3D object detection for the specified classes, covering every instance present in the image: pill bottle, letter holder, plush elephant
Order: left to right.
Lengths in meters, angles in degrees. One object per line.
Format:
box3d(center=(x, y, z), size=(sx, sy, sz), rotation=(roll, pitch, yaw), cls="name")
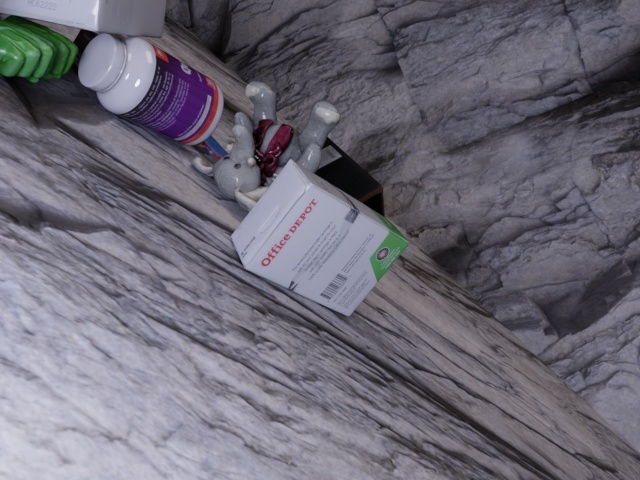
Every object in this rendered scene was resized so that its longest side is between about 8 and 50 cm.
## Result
box3d(center=(-0.392, -0.355, 1.525), size=(0.181, 0.181, 0.323), rotation=(47, 15, 34), cls="pill bottle")
box3d(center=(-0.154, -0.197, 1.540), size=(0.272, 0.330, 0.255), rotation=(30, 31, 25), cls="plush elephant")
box3d(center=(0.028, -0.116, 1.741), size=(0.302, 0.152, 0.214), rotation=(48, -19, 38), cls="letter holder")

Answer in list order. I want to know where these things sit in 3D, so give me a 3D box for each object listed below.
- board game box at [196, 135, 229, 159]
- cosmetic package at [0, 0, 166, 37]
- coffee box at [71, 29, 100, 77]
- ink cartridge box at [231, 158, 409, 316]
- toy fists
box3d(center=(-0.309, -0.259, 1.767), size=(0.169, 0.033, 0.133), rotation=(47, 9, 13), cls="board game box")
box3d(center=(-0.504, -0.544, 1.408), size=(0.230, 0.161, 0.453), rotation=(11, 16, 0), cls="cosmetic package")
box3d(center=(-0.496, -0.417, 1.639), size=(0.246, 0.098, 0.141), rotation=(21, 21, -52), cls="coffee box")
box3d(center=(0.000, 0.000, 1.309), size=(0.289, 0.211, 0.121), rotation=(29, 16, -36), cls="ink cartridge box")
box3d(center=(-0.579, -0.376, 1.284), size=(0.142, 0.096, 0.279), rotation=(21, 15, -7), cls="toy fists")
